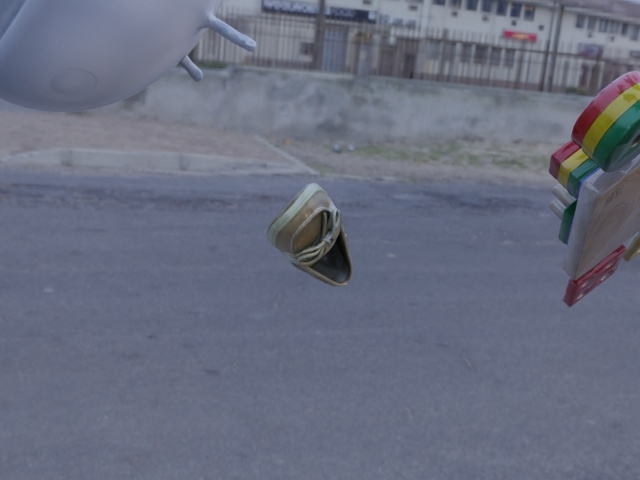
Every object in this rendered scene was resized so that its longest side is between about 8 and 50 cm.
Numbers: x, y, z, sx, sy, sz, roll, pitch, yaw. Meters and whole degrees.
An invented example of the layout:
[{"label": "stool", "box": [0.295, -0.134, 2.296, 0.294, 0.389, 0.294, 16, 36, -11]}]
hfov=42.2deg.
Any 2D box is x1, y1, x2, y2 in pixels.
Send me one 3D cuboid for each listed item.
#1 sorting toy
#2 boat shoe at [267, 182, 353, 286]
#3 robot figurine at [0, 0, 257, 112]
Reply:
[{"label": "sorting toy", "box": [0.198, -0.048, 0.519, 0.046, 0.132, 0.274, 51, -5, 25]}, {"label": "boat shoe", "box": [-0.001, 0.002, 0.618, 0.048, 0.056, 0.153, 40, -10, 13]}, {"label": "robot figurine", "box": [-0.190, -0.210, 0.456, 0.353, 0.199, 0.300, 38, 1, -20]}]
